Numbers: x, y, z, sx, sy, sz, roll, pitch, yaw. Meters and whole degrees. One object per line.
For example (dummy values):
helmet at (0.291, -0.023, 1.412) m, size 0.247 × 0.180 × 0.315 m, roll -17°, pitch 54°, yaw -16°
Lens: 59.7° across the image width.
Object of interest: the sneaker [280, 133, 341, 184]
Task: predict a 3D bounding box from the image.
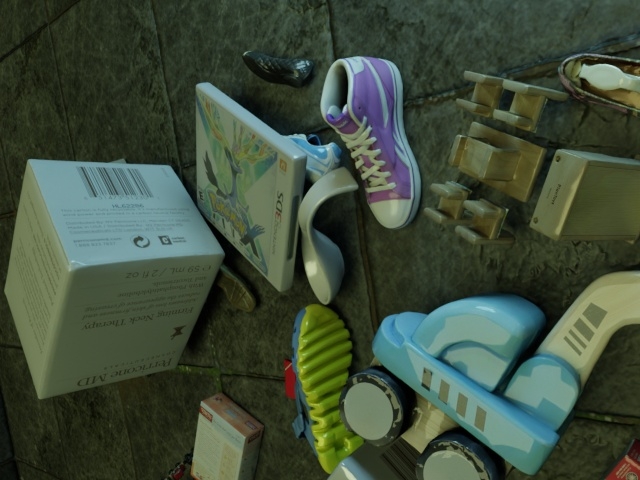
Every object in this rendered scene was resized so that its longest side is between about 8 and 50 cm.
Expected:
sneaker at (-0.052, -0.166, 1.049) m, size 0.237 × 0.085 × 0.086 m, roll 26°, pitch 75°, yaw 42°

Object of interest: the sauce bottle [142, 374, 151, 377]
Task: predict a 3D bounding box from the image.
sauce bottle at (-0.480, 0.312, 1.526) m, size 0.042 × 0.042 × 0.128 m, roll 6°, pitch 104°, yaw 39°

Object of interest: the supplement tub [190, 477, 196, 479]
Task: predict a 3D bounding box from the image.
supplement tub at (-0.318, 0.781, 1.387) m, size 0.193 × 0.193 × 0.316 m, roll -42°, pitch 72°, yaw 38°

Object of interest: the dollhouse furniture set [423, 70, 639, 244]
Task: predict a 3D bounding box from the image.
dollhouse furniture set at (0.293, -0.092, 0.753) m, size 0.242 × 0.160 × 0.212 m, roll 43°, pitch 126°, yaw 52°

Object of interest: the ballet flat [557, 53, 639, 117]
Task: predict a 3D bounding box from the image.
ballet flat at (0.389, -0.180, 0.660) m, size 0.221 × 0.079 × 0.077 m, roll 25°, pitch 113°, yaw 34°

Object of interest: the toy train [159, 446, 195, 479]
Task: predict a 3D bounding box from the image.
toy train at (-0.362, 0.589, 1.412) m, size 0.036 × 0.158 × 0.027 m, roll 7°, pitch 126°, yaw 43°

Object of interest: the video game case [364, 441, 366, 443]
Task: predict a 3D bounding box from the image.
video game case at (0.156, 0.488, 1.038) m, size 0.190 × 0.022 × 0.173 m, roll 14°, pitch 107°, yaw 37°

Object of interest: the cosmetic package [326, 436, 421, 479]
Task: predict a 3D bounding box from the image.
cosmetic package at (0.054, 0.517, 0.963) m, size 0.161 × 0.230 × 0.453 m, roll 44°, pitch 124°, yaw 23°

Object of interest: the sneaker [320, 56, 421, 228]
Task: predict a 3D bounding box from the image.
sneaker at (0.068, -0.148, 0.888) m, size 0.102 × 0.161 × 0.282 m, roll -10°, pitch 94°, yaw 39°

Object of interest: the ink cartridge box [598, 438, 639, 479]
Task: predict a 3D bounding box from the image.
ink cartridge box at (0.447, 0.352, 0.738) m, size 0.135 × 0.056 × 0.099 m, roll 37°, pitch 120°, yaw 29°

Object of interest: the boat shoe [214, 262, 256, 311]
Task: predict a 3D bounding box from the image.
boat shoe at (-0.192, 0.098, 1.241) m, size 0.153 × 0.048 × 0.056 m, roll 37°, pitch 114°, yaw 22°

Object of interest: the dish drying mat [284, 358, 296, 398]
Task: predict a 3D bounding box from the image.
dish drying mat at (-0.064, 0.296, 1.191) m, size 0.032 × 0.008 × 0.084 m, roll 7°, pitch 103°, yaw 38°

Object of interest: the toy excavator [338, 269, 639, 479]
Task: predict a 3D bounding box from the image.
toy excavator at (0.294, 0.155, 0.745) m, size 0.432 × 0.222 × 0.446 m, roll 33°, pitch 110°, yaw 29°

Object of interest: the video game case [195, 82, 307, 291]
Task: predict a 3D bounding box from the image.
video game case at (-0.150, -0.106, 1.091) m, size 0.329 × 0.036 × 0.300 m, roll 41°, pitch 137°, yaw 35°

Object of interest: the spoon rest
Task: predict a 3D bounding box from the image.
spoon rest at (0.000, 0.000, 0.983) m, size 0.277 × 0.084 × 0.137 m, roll 99°, pitch 151°, yaw -42°

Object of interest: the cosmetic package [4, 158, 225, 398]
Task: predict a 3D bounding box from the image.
cosmetic package at (-0.473, 0.074, 1.249) m, size 0.327 × 0.329 × 0.394 m, roll 52°, pitch 129°, yaw 32°

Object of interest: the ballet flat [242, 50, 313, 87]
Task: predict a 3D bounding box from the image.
ballet flat at (-0.083, -0.329, 1.060) m, size 0.173 × 0.057 × 0.049 m, roll 27°, pitch 75°, yaw 32°

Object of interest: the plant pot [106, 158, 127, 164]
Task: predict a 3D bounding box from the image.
plant pot at (-0.542, -0.132, 1.450) m, size 0.096 × 0.109 × 0.109 m, roll 50°, pitch 127°, yaw 5°

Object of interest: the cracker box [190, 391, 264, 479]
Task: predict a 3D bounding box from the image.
cracker box at (-0.226, 0.504, 1.334) m, size 0.155 × 0.067 × 0.233 m, roll 27°, pitch 117°, yaw 33°

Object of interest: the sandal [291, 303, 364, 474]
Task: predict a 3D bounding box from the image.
sandal at (-0.010, 0.279, 1.073) m, size 0.138 × 0.126 × 0.318 m, roll -1°, pitch 94°, yaw 57°
